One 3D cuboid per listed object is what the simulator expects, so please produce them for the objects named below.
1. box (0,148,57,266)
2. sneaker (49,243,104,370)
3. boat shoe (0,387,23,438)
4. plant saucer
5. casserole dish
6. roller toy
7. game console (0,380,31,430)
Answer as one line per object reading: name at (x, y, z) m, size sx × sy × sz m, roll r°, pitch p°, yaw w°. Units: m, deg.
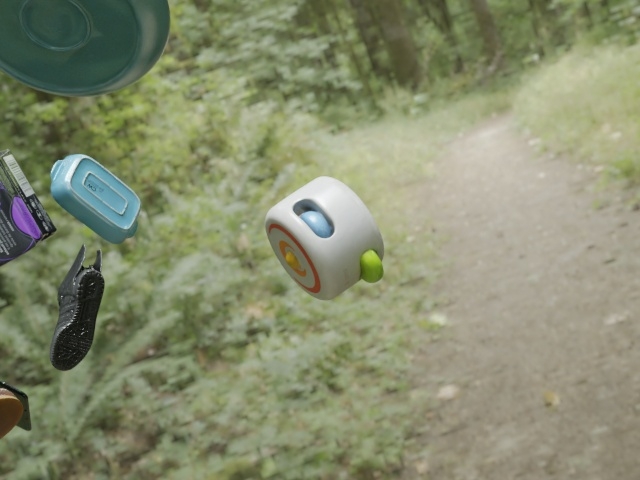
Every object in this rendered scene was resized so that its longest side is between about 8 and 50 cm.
box at (-0.583, -0.009, 1.913) m, size 0.270 × 0.165 × 0.143 m, roll -28°, pitch 7°, yaw 4°
sneaker at (-0.333, 0.090, 1.653) m, size 0.051 × 0.170 × 0.089 m, roll 20°, pitch -4°, yaw -25°
boat shoe at (-0.470, 0.235, 1.485) m, size 0.207 × 0.073 × 0.073 m, roll -26°, pitch 38°, yaw -23°
plant saucer at (-0.374, -0.320, 1.724) m, size 0.318 × 0.317 × 0.043 m, roll -17°, pitch 41°, yaw 22°
casserole dish at (-0.382, -0.076, 2.100) m, size 0.037 × 0.188 × 0.114 m, roll -26°, pitch 34°, yaw 40°
roller toy at (0.000, 0.000, 2.092) m, size 0.146 × 0.191 × 0.209 m, roll -35°, pitch 18°, yaw -19°
game console at (-0.452, 0.203, 1.734) m, size 0.071 × 0.107 × 0.122 m, roll -2°, pitch -34°, yaw -12°
